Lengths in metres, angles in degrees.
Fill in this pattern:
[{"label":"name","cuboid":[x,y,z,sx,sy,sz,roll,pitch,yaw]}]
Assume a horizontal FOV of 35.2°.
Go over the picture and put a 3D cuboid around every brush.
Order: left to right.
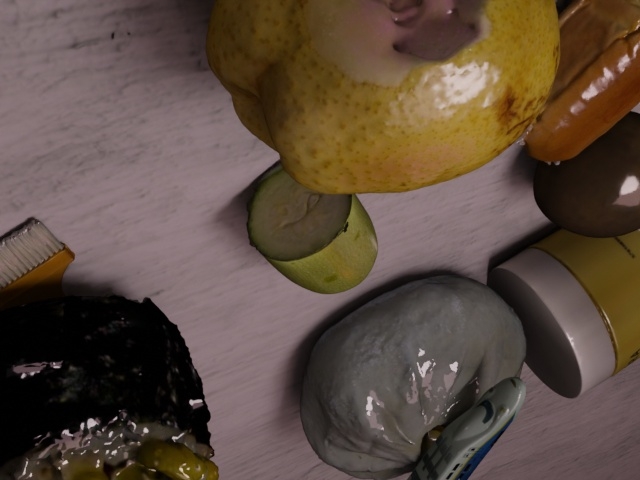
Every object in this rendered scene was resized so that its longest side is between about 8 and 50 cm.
[{"label":"brush","cuboid":[-0.265,0.071,1.023,0.103,0.013,0.272,-33,149,-4]}]

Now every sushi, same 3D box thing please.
[{"label":"sushi","cuboid":[-0.242,0.241,0.997,0.328,0.285,0.328,-8,143,-30]}]

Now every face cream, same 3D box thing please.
[{"label":"face cream","cuboid":[0.379,0.090,1.454,0.179,0.218,0.218,-29,147,-12]}]

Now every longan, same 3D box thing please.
[{"label":"longan","cuboid":[0.349,-0.081,1.270,0.185,0.159,0.204,-20,-176,-27]}]

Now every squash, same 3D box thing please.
[{"label":"squash","cuboid":[0.000,0.000,1.084,0.123,0.123,0.186,-36,153,1]}]

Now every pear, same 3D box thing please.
[{"label":"pear","cuboid":[0.046,-0.159,0.792,0.271,0.271,0.271,-24,146,-18]}]

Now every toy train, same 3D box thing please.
[{"label":"toy train","cuboid":[0.184,0.260,1.294,0.051,0.052,0.234,9,126,-31]}]

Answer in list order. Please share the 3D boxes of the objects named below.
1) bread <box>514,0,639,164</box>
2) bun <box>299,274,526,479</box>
[{"label":"bread","cuboid":[0.308,-0.193,1.118,0.241,0.107,0.136,-44,149,22]},{"label":"bun","cuboid":[0.143,0.201,1.402,0.354,0.194,0.354,-23,146,-17]}]
